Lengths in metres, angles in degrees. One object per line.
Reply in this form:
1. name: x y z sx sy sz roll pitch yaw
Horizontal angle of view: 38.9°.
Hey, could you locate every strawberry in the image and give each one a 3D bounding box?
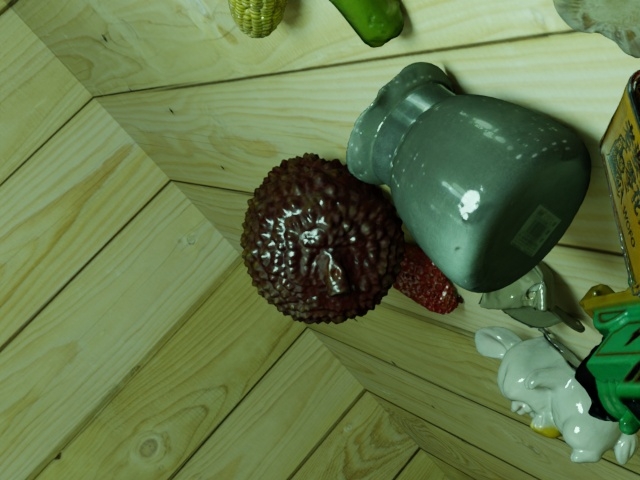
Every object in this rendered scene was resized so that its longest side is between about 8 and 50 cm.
1. strawberry: 0.202 0.086 1.788 0.188 0.082 0.121 52 161 -21

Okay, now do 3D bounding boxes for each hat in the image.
1. hat: 0.349 0.088 1.452 0.175 0.085 0.147 25 166 -34

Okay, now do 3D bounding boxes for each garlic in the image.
1. garlic: 0.247 -0.226 0.721 0.159 0.102 0.147 35 155 -17

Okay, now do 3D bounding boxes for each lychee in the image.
1. lychee: 0.000 0.000 1.651 0.306 0.306 0.330 50 -173 -28

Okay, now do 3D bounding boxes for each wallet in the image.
1. wallet: 0.327 -0.053 0.914 0.161 0.042 0.195 88 173 -68

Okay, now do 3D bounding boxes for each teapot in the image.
1. teapot: 0.188 -0.106 1.145 0.285 0.305 0.223 42 131 32

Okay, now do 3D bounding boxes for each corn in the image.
1. corn: -0.081 -0.358 1.211 0.101 0.101 0.291 41 165 8

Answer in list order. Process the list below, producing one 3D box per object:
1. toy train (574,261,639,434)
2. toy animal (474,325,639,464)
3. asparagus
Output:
1. toy train: 0.410 0.122 0.983 0.178 0.249 0.429 43 165 -2
2. toy animal: 0.412 0.259 1.597 0.208 0.154 0.325 27 -164 -29
3. asparagus: 0.014 -0.321 1.042 0.067 0.060 0.278 18 167 36
